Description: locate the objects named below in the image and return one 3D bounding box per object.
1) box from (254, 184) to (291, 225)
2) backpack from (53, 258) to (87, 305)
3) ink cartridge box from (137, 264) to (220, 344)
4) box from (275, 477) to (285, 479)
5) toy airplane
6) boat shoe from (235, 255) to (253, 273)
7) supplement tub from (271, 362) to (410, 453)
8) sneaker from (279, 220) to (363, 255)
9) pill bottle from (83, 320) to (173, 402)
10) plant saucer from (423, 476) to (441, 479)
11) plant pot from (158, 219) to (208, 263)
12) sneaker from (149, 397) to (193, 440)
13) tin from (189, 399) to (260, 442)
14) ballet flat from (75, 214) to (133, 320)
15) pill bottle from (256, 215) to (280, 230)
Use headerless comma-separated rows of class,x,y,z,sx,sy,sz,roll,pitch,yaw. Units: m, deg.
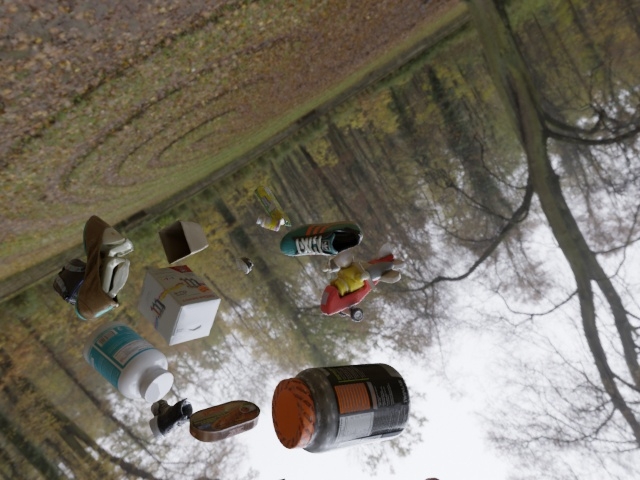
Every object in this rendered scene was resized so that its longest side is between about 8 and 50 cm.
box,-0.181,-0.126,1.669,0.043,0.179,0.105,-36,173,8
backpack,-0.928,0.157,1.641,0.173,0.117,0.158,19,-109,36
ink cartridge box,-0.381,0.169,1.151,0.128,0.176,0.127,-5,124,-53
box,-0.143,0.806,1.259,0.087,0.058,0.232,-14,-174,1
toy airplane,0.171,0.129,1.863,0.386,0.272,0.384,-28,-159,25
boat shoe,-0.223,0.071,1.282,0.038,0.046,0.125,-20,-173,-20
supplement tub,0.052,0.408,1.058,0.316,0.193,0.193,8,166,-33
sneaker,0.000,0.000,1.517,0.302,0.108,0.121,-13,-161,2
pill bottle,-0.545,0.353,1.231,0.264,0.146,0.146,26,-133,27
plant saucer,0.373,0.838,1.185,0.084,0.332,0.332,-6,-172,-7
plant pot,-0.412,-0.001,1.316,0.109,0.109,0.096,-23,176,30
sneaker,-0.581,0.680,1.692,0.153,0.101,0.268,-24,-172,-15
tin,-0.242,0.458,1.091,0.189,0.040,0.106,1,-166,-43
ballet flat,-0.589,0.058,1.188,0.124,0.116,0.342,-18,-128,5
pill bottle,-0.191,-0.066,1.571,0.043,0.083,0.043,-163,-90,-78
